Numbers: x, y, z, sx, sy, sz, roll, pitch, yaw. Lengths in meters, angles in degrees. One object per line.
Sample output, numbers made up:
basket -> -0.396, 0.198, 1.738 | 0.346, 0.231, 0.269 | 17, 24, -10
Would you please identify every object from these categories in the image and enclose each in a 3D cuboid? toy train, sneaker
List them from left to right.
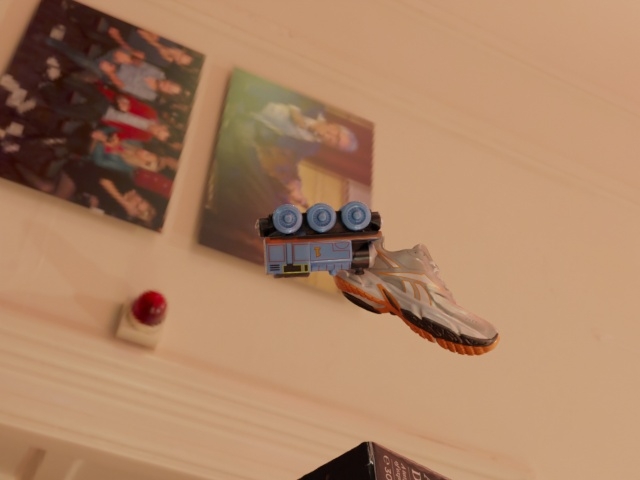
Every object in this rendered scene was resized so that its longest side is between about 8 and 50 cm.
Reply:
toy train -> 0.000, 0.000, 1.237 | 0.080, 0.184, 0.105 | 164, -76, -83
sneaker -> 0.151, 0.068, 1.256 | 0.121, 0.263, 0.099 | -56, 155, -17

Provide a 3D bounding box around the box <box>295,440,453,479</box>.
box -> 0.141, 0.517, 1.250 | 0.212, 0.396, 0.293 | -36, -140, 27
